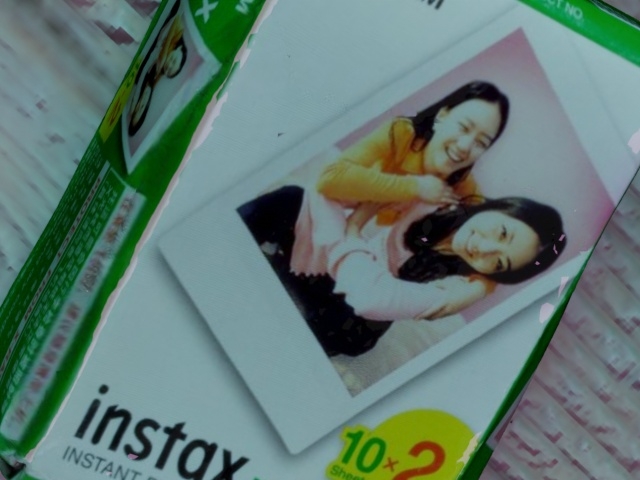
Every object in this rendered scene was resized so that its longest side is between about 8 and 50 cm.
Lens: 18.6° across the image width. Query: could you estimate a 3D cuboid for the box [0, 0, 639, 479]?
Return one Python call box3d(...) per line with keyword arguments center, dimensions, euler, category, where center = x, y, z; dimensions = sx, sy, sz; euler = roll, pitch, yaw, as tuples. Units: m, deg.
box3d(center=(0.000, 0.000, 0.716), dimensions=(0.180, 0.103, 0.250), euler=(24, 97, -22), category="box")
